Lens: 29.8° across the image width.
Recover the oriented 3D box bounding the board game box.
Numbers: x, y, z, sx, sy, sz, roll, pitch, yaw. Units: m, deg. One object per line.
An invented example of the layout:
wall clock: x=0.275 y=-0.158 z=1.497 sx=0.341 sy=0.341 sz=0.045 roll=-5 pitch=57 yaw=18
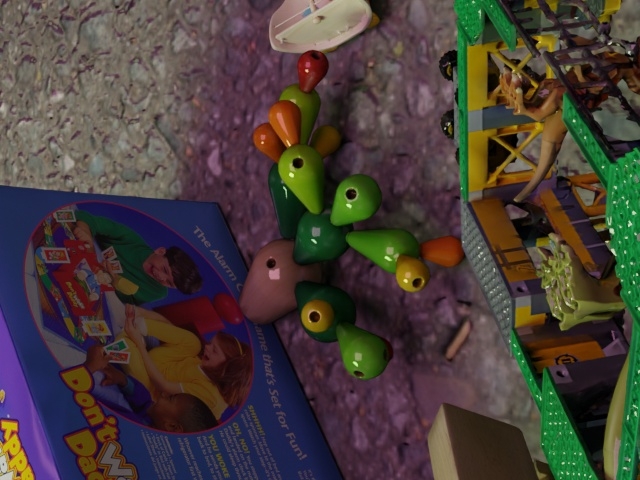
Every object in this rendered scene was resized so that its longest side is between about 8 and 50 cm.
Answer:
board game box: x=-0.110 y=0.129 z=0.799 sx=0.078 sy=0.233 sz=0.347 roll=-41 pitch=62 yaw=32

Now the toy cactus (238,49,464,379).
toy cactus: x=0.000 y=0.000 z=0.816 sx=0.180 sy=0.112 sz=0.219 roll=-48 pitch=60 yaw=51

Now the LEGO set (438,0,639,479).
LEGO set: x=0.180 y=-0.016 z=0.505 sx=0.331 sy=0.192 sz=0.254 roll=-108 pitch=10 yaw=-62

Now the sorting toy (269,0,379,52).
sorting toy: x=0.004 y=-0.178 z=0.843 sx=0.083 sy=0.045 sz=0.075 roll=-24 pitch=66 yaw=39

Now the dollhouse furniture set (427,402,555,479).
dollhouse furniture set: x=0.119 y=0.192 z=0.650 sx=0.151 sy=0.144 sz=0.123 roll=19 pitch=106 yaw=-6
